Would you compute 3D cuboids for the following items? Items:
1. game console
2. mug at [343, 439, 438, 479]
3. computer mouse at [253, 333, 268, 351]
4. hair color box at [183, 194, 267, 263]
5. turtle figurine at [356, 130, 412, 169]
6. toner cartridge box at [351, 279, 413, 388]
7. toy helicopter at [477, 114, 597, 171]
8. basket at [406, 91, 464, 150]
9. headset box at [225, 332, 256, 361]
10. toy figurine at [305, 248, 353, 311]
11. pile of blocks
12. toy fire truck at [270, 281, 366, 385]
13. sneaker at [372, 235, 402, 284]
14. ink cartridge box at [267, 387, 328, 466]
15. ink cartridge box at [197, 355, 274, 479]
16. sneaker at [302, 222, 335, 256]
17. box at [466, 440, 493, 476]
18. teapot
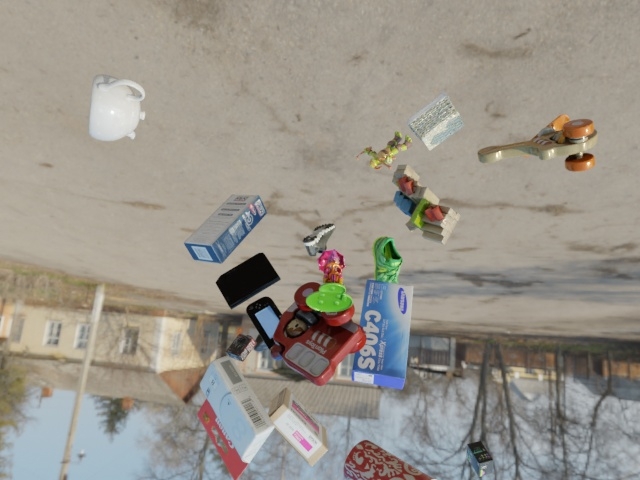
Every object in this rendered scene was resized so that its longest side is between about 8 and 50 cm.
[{"bbox_3d":[-0.209,0.226,1.764,0.213,0.361,0.044,-31,155,-12],"label":"game console"},{"bbox_3d":[0.132,0.499,0.976,0.113,0.151,0.169,5,-170,-45],"label":"mug"},{"bbox_3d":[-0.159,0.363,2.021,0.262,0.060,0.184,-45,150,25],"label":"computer mouse"},{"bbox_3d":[-0.398,-0.056,2.092,0.173,0.347,0.105,5,133,35],"label":"hair color box"},{"bbox_3d":[0.292,-0.372,2.113,0.087,0.217,0.269,57,169,-29],"label":"turtle figurine"},{"bbox_3d":[0.207,0.296,1.601,0.165,0.348,0.075,8,140,7],"label":"toner cartridge box"},{"bbox_3d":[0.692,-0.312,1.582,0.354,0.140,0.235,-7,-152,23],"label":"toy helicopter"},{"bbox_3d":[0.412,-0.418,1.739,0.167,0.103,0.113,-37,150,15],"label":"basket"},{"bbox_3d":[-0.246,0.332,1.536,0.062,0.083,0.032,9,138,37],"label":"headset box"},{"bbox_3d":[0.028,0.092,1.366,0.129,0.159,0.173,4,148,-3],"label":"toy figurine"},{"bbox_3d":[0.300,-0.130,1.604,0.112,0.149,0.362,34,-164,-39],"label":"pile of blocks"},{"bbox_3d":[-0.024,0.285,1.495,0.302,0.254,0.170,19,142,44],"label":"toy fire truck"},{"bbox_3d":[0.303,0.124,2.181,0.109,0.296,0.123,-8,172,-27],"label":"sneaker"},{"bbox_3d":[-0.082,0.672,1.787,0.235,0.088,0.193,47,179,-2],"label":"ink cartridge box"},{"bbox_3d":[-0.343,0.651,1.750,0.091,0.308,0.385,-8,138,-47],"label":"ink cartridge box"},{"bbox_3d":[0.000,0.000,2.229,0.078,0.106,0.234,2,-154,32],"label":"sneaker"},{"bbox_3d":[0.517,0.709,1.593,0.052,0.062,0.083,-10,-154,-9],"label":"box"},{"bbox_3d":[-0.741,-0.480,1.797,0.186,0.253,0.256,5,-158,-24],"label":"teapot"}]
